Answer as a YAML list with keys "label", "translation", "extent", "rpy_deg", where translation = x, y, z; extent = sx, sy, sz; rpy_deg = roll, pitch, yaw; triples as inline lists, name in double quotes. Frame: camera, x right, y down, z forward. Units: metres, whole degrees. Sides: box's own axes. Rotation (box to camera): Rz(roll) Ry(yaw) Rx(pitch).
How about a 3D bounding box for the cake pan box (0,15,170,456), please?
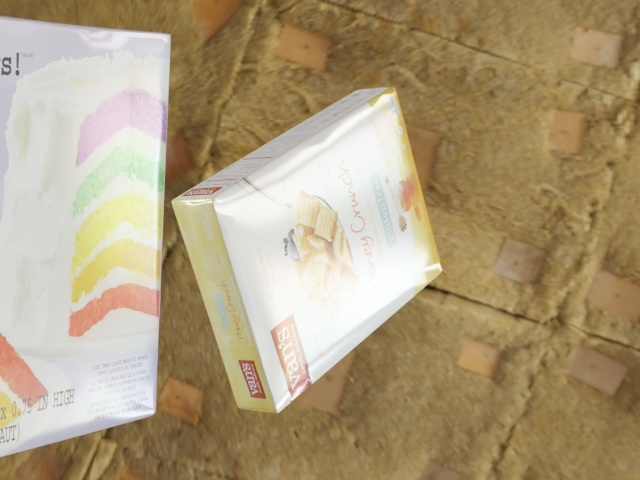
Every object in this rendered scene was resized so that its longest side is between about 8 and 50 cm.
- label: "cake pan box"
  translation: [-0.199, -0.002, 0.645]
  extent: [0.266, 0.070, 0.246]
  rpy_deg: [-5, -81, -52]

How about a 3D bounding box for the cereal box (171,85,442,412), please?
- label: "cereal box"
  translation: [0.000, 0.000, 0.920]
  extent: [0.240, 0.047, 0.173]
  rpy_deg: [-37, -62, -45]
